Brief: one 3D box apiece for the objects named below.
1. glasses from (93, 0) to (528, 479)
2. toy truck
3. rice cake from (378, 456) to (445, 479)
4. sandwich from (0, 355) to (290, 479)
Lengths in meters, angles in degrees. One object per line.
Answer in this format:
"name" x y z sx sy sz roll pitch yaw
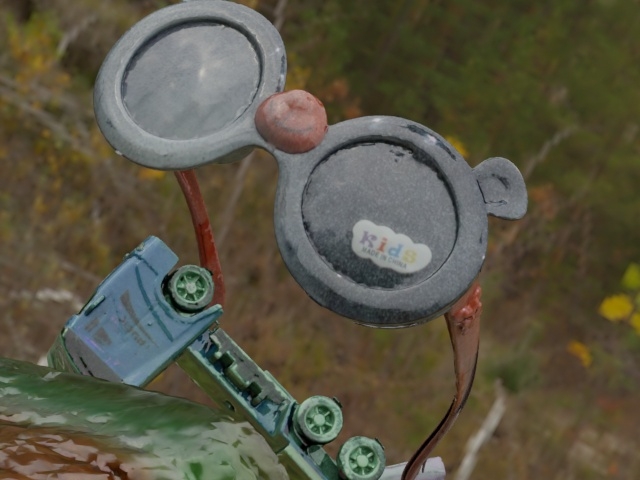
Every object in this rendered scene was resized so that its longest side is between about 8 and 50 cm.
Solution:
"glasses" 0.000 0.000 0.934 0.234 0.118 0.268 35 -16 22
"toy truck" -0.047 0.086 0.793 0.175 0.081 0.067 46 -24 0
"rice cake" -0.012 0.232 1.371 0.198 0.189 0.037 0 55 -14
"sandwich" -0.148 0.098 0.549 0.212 0.109 0.292 1 7 -40
